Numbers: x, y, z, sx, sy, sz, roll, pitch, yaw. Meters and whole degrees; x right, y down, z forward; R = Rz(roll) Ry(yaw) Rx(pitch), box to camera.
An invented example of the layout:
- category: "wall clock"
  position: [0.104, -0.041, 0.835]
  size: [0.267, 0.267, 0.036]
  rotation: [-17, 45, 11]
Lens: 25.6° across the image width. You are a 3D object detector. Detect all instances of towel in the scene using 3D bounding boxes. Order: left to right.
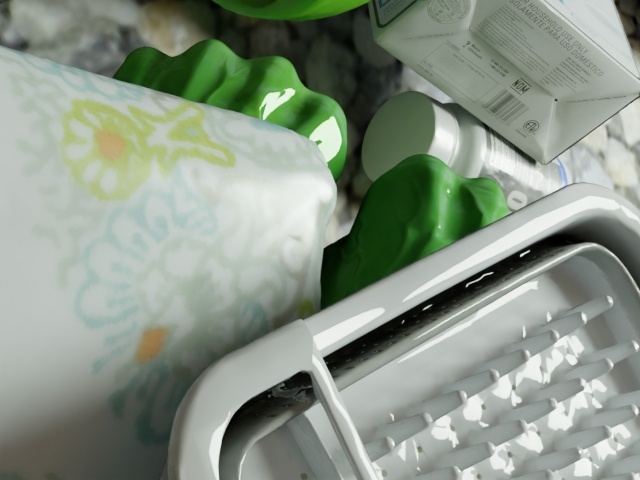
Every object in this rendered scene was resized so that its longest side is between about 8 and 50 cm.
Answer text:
- category: "towel"
  position: [-0.141, 0.110, 0.525]
  size: [0.320, 0.090, 0.374]
  rotation: [13, 80, -46]

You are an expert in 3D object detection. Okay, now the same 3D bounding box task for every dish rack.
- category: "dish rack"
  position: [0.090, 0.144, 0.602]
  size: [0.333, 0.072, 0.285]
  rotation: [-25, 85, -43]

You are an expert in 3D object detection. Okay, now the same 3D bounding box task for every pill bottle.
- category: "pill bottle"
  position: [0.097, -0.045, 0.930]
  size: [0.137, 0.078, 0.078]
  rotation: [22, 57, -39]

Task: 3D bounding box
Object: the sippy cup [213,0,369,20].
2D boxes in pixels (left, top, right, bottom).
- category: "sippy cup"
  position: [-0.026, -0.301, 0.807]
  size: [0.305, 0.224, 0.240]
  rotation: [49, 43, -18]

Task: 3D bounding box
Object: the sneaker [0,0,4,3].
- category: "sneaker"
  position: [-0.194, -0.216, 0.696]
  size: [0.094, 0.081, 0.208]
  rotation: [-32, 96, -52]

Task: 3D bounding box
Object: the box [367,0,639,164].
- category: "box"
  position: [0.106, -0.209, 0.953]
  size: [0.169, 0.087, 0.290]
  rotation: [32, 34, -32]

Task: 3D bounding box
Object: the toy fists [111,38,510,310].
- category: "toy fists"
  position: [0.000, 0.000, 0.744]
  size: [0.279, 0.096, 0.142]
  rotation: [29, 61, -3]
